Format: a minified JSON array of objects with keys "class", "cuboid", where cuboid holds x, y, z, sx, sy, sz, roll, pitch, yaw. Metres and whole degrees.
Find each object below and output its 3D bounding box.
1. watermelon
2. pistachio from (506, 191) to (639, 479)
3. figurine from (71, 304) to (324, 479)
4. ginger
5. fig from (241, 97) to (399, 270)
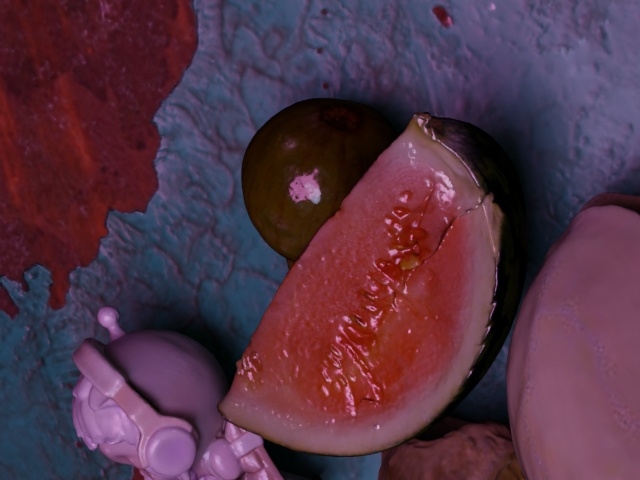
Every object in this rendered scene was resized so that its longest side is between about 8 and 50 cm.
[{"class":"watermelon","cuboid":[0.067,0.068,1.219,0.303,0.159,0.128,-54,36,32]},{"class":"pistachio","cuboid":[0.235,0.127,1.163,0.226,0.208,0.331,-31,75,41]},{"class":"figurine","cuboid":[-0.116,0.161,1.346,0.141,0.162,0.237,-41,98,-3]},{"class":"ginger","cuboid":[0.095,0.255,1.297,0.221,0.130,0.275,-21,80,51]},{"class":"fig","cuboid":[0.000,0.000,1.303,0.124,0.124,0.236,18,131,18]}]
